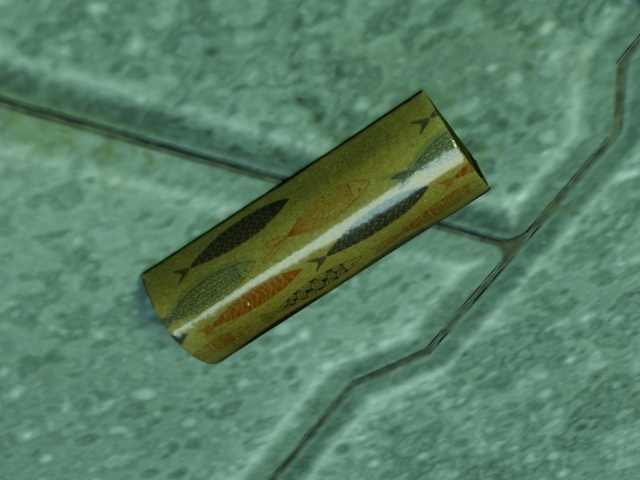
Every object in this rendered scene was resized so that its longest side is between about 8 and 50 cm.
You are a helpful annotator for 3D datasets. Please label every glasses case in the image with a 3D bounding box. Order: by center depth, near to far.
[{"bbox_3d":[0.000,0.000,0.689,0.170,0.041,0.064,-33,138,10],"label":"glasses case"}]
